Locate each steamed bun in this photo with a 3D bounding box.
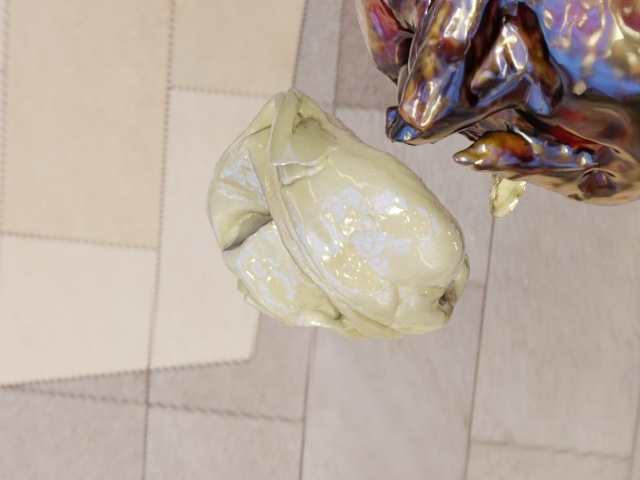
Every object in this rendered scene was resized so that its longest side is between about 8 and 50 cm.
[{"bbox_3d":[0.000,-0.001,1.164,0.218,0.211,0.144,39,83,27],"label":"steamed bun"}]

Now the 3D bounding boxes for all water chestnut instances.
[{"bbox_3d":[0.145,-0.154,0.905,0.289,0.244,0.289,-1,141,-1],"label":"water chestnut"}]

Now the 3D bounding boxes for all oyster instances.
[{"bbox_3d":[0.147,-0.066,1.353,0.038,0.080,0.083,25,95,38],"label":"oyster"}]
